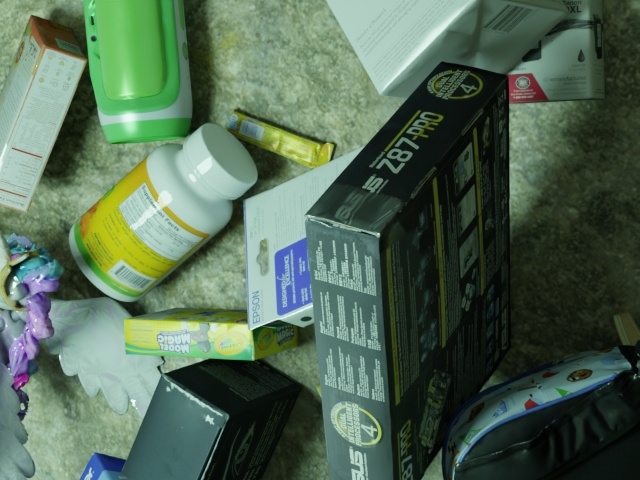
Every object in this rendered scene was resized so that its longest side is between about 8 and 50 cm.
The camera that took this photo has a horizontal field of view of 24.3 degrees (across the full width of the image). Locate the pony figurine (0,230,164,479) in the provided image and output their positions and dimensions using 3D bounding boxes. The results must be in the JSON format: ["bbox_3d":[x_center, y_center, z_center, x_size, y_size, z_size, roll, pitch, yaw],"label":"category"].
[{"bbox_3d":[-0.422,0.134,1.994,0.363,0.303,0.351,1,121,50],"label":"pony figurine"}]

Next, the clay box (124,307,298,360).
[{"bbox_3d":[-0.128,0.121,1.931,0.222,0.127,0.053,2,95,27],"label":"clay box"}]

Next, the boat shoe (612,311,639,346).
[{"bbox_3d":[0.400,0.150,1.717,0.059,0.063,0.170,-33,81,13],"label":"boat shoe"}]

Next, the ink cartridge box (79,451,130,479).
[{"bbox_3d":[-0.240,0.451,1.845,0.270,0.151,0.395,-63,31,9],"label":"ink cartridge box"}]

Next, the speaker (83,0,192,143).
[{"bbox_3d":[-0.241,-0.279,1.957,0.131,0.131,0.296,-4,92,26],"label":"speaker"}]

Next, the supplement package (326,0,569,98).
[{"bbox_3d":[0.111,-0.326,1.706,0.175,0.177,0.293,-44,63,33],"label":"supplement package"}]

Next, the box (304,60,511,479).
[{"bbox_3d":[0.110,0.053,1.622,0.097,0.318,0.395,14,132,24],"label":"box"}]

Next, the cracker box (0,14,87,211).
[{"bbox_3d":[-0.398,-0.174,2.028,0.232,0.067,0.156,-64,25,16],"label":"cracker box"}]

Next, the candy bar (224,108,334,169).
[{"bbox_3d":[-0.057,-0.131,1.937,0.161,0.018,0.040,22,101,23],"label":"candy bar"}]

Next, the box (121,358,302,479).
[{"bbox_3d":[-0.136,0.241,1.899,0.108,0.207,0.153,30,106,21],"label":"box"}]

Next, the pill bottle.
[{"bbox_3d":[-0.203,-0.041,1.949,0.245,0.136,0.136,-39,77,23],"label":"pill bottle"}]

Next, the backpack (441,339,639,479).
[{"bbox_3d":[0.268,0.255,1.661,0.263,0.213,0.276,-17,101,-6],"label":"backpack"}]

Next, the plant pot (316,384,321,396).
[{"bbox_3d":[0.068,0.217,1.854,0.095,0.134,0.134,-29,80,-1],"label":"plant pot"}]

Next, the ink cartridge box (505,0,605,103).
[{"bbox_3d":[0.273,-0.238,1.743,0.109,0.063,0.150,-1,94,26],"label":"ink cartridge box"}]

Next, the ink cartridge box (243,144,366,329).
[{"bbox_3d":[0.000,0.000,1.851,0.208,0.045,0.206,-22,51,25],"label":"ink cartridge box"}]
